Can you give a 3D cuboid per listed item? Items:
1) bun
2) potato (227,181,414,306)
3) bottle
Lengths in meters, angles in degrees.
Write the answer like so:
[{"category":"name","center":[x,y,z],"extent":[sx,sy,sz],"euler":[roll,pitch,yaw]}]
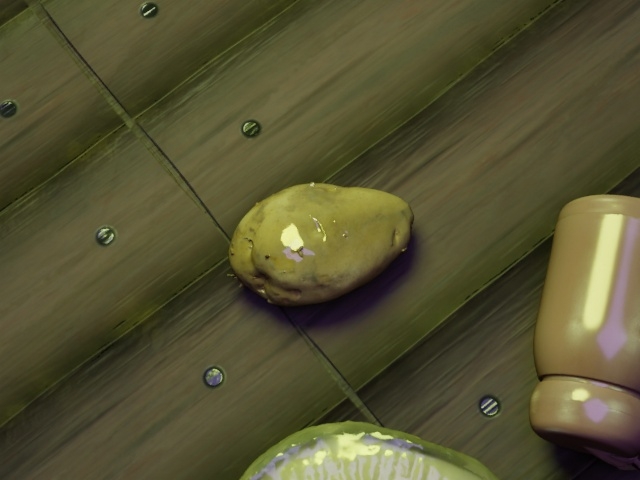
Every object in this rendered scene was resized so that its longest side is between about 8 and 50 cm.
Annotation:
[{"category":"bun","center":[0.052,0.377,1.133],"extent":[0.364,0.202,0.364],"euler":[0,77,-1]},{"category":"potato","center":[0.001,0.005,1.304],"extent":[0.235,0.128,0.161],"euler":[4,75,0]},{"category":"bottle","center":[0.357,0.115,1.227],"extent":[0.206,0.173,0.296],"euler":[24,70,-24]}]
